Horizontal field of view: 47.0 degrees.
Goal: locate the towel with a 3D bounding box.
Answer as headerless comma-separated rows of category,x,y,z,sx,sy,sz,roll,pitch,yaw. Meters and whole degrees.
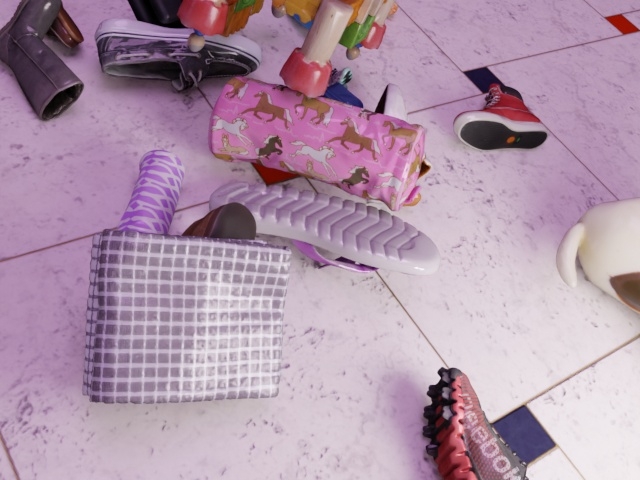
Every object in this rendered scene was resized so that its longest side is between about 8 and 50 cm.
towel,-0.175,0.106,1.024,0.284,0.121,0.235,4,84,-29

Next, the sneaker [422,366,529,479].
sneaker,0.231,0.318,1.085,0.135,0.097,0.276,6,52,-14

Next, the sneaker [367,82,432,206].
sneaker,0.161,-0.186,1.488,0.123,0.106,0.290,13,60,-12

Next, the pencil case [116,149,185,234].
pencil case,-0.288,-0.063,1.237,0.088,0.086,0.206,-10,44,17

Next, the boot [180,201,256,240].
boot,-0.209,0.079,1.149,0.112,0.115,0.305,44,57,-31

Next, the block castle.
block castle,-0.047,-0.441,1.403,0.303,0.213,0.453,31,33,3

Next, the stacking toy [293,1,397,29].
stacking toy,0.083,-0.584,1.777,0.302,0.165,0.175,-6,43,-41

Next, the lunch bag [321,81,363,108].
lunch bag,0.031,-0.279,1.535,0.098,0.067,0.065,41,50,16

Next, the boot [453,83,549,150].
boot,0.376,-0.290,1.655,0.244,0.088,0.176,1,51,-29

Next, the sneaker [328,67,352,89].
sneaker,0.031,-0.355,1.575,0.038,0.098,0.069,-35,79,-22

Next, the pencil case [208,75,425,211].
pencil case,-0.002,-0.174,1.321,0.386,0.167,0.160,17,89,12

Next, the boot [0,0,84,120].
boot,-0.505,-0.349,1.364,0.208,0.189,0.076,45,10,28

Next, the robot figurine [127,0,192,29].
robot figurine,-0.271,-0.520,1.538,0.209,0.173,0.278,28,41,19

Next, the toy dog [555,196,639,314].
toy dog,0.670,0.081,1.317,0.395,0.284,0.408,-12,58,-26

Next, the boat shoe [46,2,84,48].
boat shoe,-0.546,-0.450,1.488,0.073,0.073,0.207,-37,61,2

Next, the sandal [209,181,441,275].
sandal,0.006,-0.007,1.287,0.416,0.102,0.169,18,32,13

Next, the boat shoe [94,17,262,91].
boat shoe,-0.280,-0.353,1.477,0.335,0.121,0.119,1,74,-20
